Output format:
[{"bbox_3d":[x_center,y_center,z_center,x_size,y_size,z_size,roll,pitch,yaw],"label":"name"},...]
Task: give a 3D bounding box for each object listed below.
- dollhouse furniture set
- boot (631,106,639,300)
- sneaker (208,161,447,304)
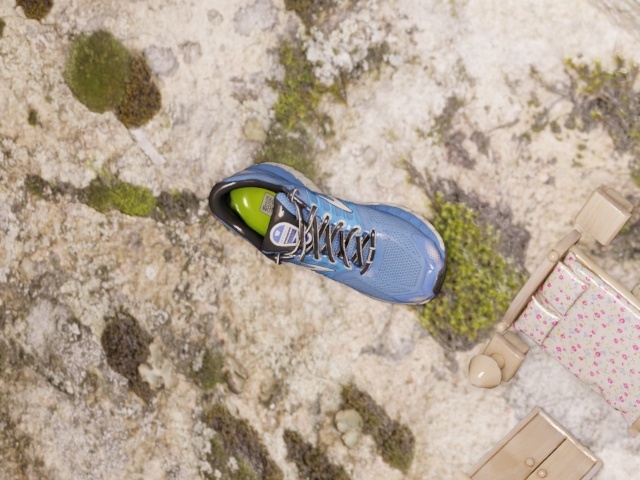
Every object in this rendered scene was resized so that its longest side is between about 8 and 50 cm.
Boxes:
[{"bbox_3d":[0.295,0.182,1.250,0.303,0.174,0.355,42,135,17],"label":"dollhouse furniture set"},{"bbox_3d":[0.395,-0.019,1.274,0.262,0.095,0.203,46,118,12],"label":"boot"},{"bbox_3d":[0.000,0.000,1.468,0.330,0.147,0.130,21,107,25],"label":"sneaker"}]
